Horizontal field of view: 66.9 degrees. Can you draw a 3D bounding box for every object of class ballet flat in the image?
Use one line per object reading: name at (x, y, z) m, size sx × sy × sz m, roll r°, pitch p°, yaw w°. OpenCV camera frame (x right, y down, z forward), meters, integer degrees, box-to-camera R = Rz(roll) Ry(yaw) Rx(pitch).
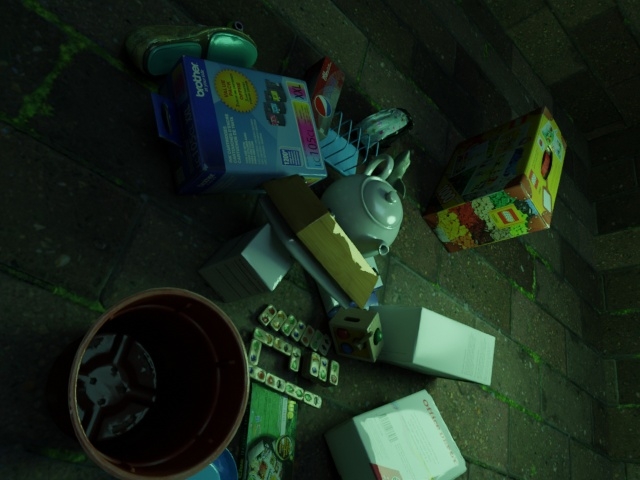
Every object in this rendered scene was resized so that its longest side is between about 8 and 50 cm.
ballet flat at (-0.299, -0.458, 1.141) m, size 0.348 × 0.123 × 0.123 m, roll -28°, pitch 96°, yaw -47°

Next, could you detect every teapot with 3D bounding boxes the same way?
teapot at (0.134, -0.087, 1.313) m, size 0.252 × 0.187 × 0.256 m, roll -24°, pitch 84°, yaw -46°

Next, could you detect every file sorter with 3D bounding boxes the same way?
file sorter at (0.077, -0.278, 1.431) m, size 0.170 × 0.104 × 0.118 m, roll 30°, pitch 58°, yaw -34°

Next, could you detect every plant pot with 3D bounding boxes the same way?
plant pot at (-0.301, 0.233, 0.789) m, size 0.272 × 0.265 × 0.272 m, roll 15°, pitch 66°, yaw -39°

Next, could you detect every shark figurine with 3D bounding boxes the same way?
shark figurine at (0.195, -0.142, 1.526) m, size 0.116 × 0.166 × 0.278 m, roll 14°, pitch 84°, yaw -13°

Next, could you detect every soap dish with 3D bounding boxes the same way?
soap dish at (0.000, 0.000, 1.091) m, size 0.291 × 0.118 × 0.229 m, roll 51°, pitch 2°, yaw -39°

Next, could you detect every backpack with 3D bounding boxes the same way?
backpack at (0.194, -0.353, 1.555) m, size 0.182 × 0.152 × 0.115 m, roll -32°, pitch 84°, yaw -40°

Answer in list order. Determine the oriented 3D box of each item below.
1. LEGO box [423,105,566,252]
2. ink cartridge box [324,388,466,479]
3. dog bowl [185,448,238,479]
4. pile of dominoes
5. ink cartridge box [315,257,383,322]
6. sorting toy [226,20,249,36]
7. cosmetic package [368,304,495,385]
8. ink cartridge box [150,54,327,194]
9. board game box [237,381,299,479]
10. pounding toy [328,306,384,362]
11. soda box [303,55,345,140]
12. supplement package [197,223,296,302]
LEGO box at (0.640, -0.218, 1.755) m, size 0.193 × 0.372 × 0.500 m, roll 50°, pitch 48°, yaw -19°
ink cartridge box at (0.190, 0.530, 1.209) m, size 0.306 × 0.131 × 0.226 m, roll 1°, pitch 55°, yaw -44°
dog bowl at (-0.269, 0.505, 0.865) m, size 0.166 × 0.074 × 0.297 m, roll 45°, pitch 50°, yaw -24°
pile of dominoes at (-0.056, 0.267, 1.147) m, size 0.251 × 0.040 × 0.196 m, roll 35°, pitch 45°, yaw -31°
ink cartridge box at (0.081, 0.109, 1.346) m, size 0.223 × 0.045 × 0.224 m, roll -17°, pitch 88°, yaw -45°
sorting toy at (-0.220, -0.545, 1.282) m, size 0.061 × 0.042 × 0.102 m, roll 29°, pitch 58°, yaw -34°
cosmetic package at (0.315, 0.301, 1.391) m, size 0.365 × 0.197 × 0.155 m, roll 23°, pitch 72°, yaw -35°
ink cartridge box at (-0.201, -0.249, 1.115) m, size 0.395 × 0.151 × 0.270 m, roll -5°, pitch 77°, yaw -39°
board game box at (-0.114, 0.450, 1.062) m, size 0.136 × 0.030 × 0.259 m, roll 20°, pitch 63°, yaw -35°
pounding toy at (0.098, 0.240, 1.221) m, size 0.100 × 0.141 × 0.130 m, roll -47°, pitch 132°, yaw -45°
soda box at (-0.011, -0.404, 1.404) m, size 0.092 × 0.083 × 0.263 m, roll 36°, pitch 54°, yaw -31°
supplement package at (-0.160, 0.053, 1.043) m, size 0.105 × 0.179 × 0.105 m, roll 53°, pitch 47°, yaw -17°
